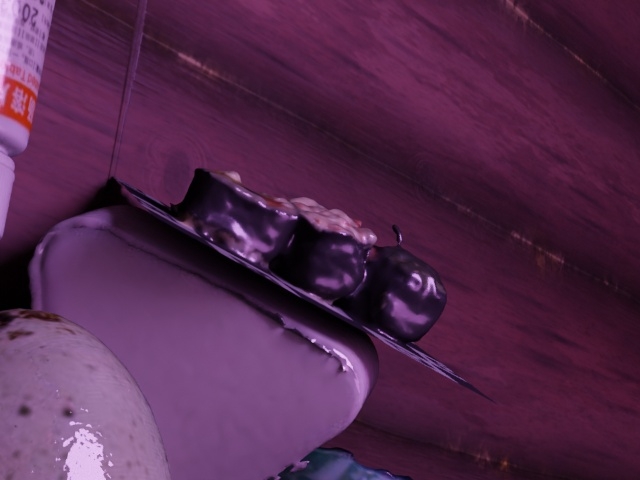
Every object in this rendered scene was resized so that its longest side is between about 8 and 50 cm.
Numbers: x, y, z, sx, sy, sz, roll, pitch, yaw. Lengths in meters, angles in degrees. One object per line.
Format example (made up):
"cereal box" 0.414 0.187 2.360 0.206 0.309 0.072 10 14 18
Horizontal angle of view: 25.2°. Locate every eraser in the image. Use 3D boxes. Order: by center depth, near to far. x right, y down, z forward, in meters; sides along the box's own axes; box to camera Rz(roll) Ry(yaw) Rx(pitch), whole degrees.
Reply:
"eraser" -0.147 0.104 1.349 0.150 0.331 0.331 -46 131 -78

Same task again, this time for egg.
"egg" -0.261 0.243 1.160 0.287 0.288 0.379 17 66 -53

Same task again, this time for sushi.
"sushi" 0.000 0.000 1.386 0.373 0.296 0.100 30 91 -17

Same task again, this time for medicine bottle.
"medicine bottle" -0.311 -0.131 1.210 0.144 0.144 0.252 26 70 -51

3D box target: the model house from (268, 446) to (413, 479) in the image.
"model house" -0.045 0.429 1.547 0.295 0.252 0.329 -61 167 -68
